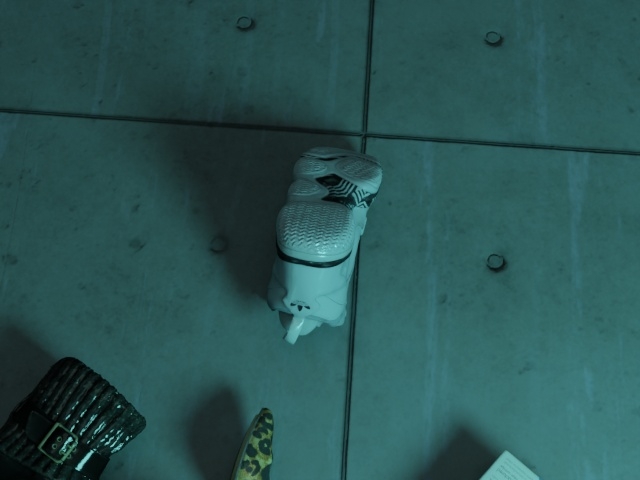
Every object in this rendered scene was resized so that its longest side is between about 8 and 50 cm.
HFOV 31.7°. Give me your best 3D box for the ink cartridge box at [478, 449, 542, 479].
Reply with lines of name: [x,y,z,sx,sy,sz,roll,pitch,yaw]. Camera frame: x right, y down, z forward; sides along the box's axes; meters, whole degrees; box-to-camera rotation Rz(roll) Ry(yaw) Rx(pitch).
ink cartridge box: [0.232,0.425,1.565,0.134,0.078,0.231,39,69,17]

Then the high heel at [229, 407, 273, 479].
high heel: [-0.041,0.376,1.587,0.186,0.093,0.261,14,65,-2]

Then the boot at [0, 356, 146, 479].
boot: [-0.326,0.347,1.566,0.348,0.131,0.260,43,64,12]

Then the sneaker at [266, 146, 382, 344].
sneaker: [0.000,0.000,1.752,0.137,0.210,0.366,14,29,6]
